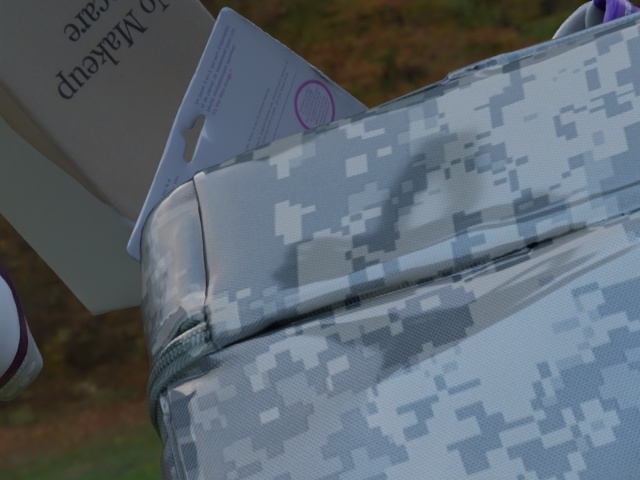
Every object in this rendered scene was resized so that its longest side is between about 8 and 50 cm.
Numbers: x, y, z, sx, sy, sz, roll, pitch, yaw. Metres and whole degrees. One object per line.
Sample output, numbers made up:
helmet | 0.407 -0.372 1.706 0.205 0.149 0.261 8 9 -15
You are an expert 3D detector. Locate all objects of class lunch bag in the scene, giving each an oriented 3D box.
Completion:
lunch bag | 0.095 0.086 0.626 0.305 0.213 0.256 -17 41 4

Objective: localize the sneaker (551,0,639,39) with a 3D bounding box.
sneaker | 0.257 -0.112 1.172 0.282 0.161 0.102 -29 32 8

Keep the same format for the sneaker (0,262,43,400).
sneaker | -0.170 -0.007 0.638 0.069 0.185 0.084 -44 -33 -2

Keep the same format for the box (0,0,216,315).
box | -0.164 -0.117 1.065 0.121 0.311 0.148 -13 34 53

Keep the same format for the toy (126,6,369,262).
toy | 0.000 0.000 0.944 0.237 0.137 0.056 32 -23 -32
